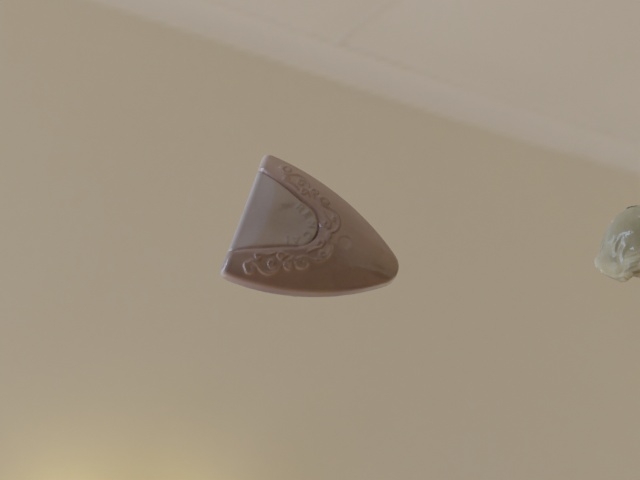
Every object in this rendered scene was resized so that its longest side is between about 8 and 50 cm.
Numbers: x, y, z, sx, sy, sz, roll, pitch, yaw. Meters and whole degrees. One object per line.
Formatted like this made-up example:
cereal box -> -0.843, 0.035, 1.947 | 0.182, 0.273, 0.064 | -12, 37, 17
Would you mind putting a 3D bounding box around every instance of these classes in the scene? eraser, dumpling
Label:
eraser -> 0.000, -0.001, 2.168 | 0.243, 0.204, 0.059 | 20, -26, -4
dumpling -> 0.523, 0.013, 2.459 | 0.118, 0.136, 0.199 | 42, -27, -20
